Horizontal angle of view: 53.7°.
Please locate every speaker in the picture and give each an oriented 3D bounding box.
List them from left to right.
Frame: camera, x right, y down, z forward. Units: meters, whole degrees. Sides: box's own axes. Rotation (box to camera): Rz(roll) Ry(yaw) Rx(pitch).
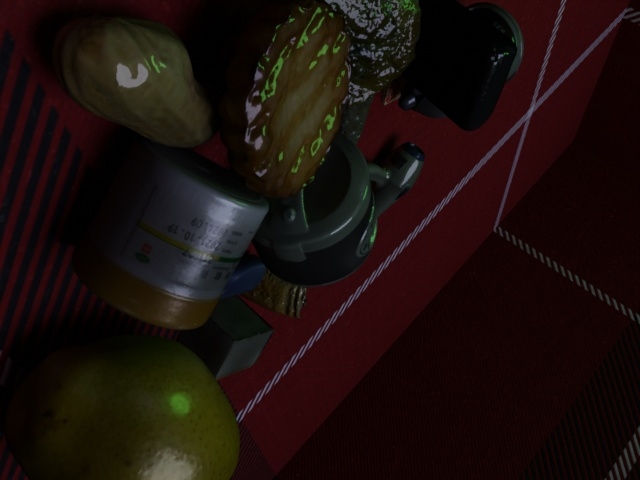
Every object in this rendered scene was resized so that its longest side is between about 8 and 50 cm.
[{"bbox_3d":[0.256,-0.411,1.267,0.184,0.388,0.180,-20,144,-25],"label":"speaker"}]

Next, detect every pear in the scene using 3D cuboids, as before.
[{"bbox_3d":[-0.346,0.345,1.150,0.418,0.362,0.362,32,94,-36],"label":"pear"}]

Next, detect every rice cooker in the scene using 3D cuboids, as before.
[{"bbox_3d":[-0.023,-0.071,1.284,0.288,0.288,0.277,-46,155,-16],"label":"rice cooker"}]

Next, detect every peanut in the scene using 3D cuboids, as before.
[{"bbox_3d":[-0.229,-0.216,0.874,0.148,0.147,0.319,-56,158,5],"label":"peanut"}]

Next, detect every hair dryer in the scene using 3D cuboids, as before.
[{"bbox_3d":[0.124,-0.128,1.729,0.298,0.119,0.296,-13,140,-34],"label":"hair dryer"}]

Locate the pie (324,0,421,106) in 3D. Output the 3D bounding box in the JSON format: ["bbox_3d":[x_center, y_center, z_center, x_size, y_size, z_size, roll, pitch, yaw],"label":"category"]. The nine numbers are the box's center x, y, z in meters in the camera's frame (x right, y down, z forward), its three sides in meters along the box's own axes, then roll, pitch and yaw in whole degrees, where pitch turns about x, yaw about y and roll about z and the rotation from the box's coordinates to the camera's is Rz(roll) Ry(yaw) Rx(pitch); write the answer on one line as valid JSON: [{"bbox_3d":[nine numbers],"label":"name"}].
[{"bbox_3d":[0.065,-0.363,1.159,0.277,0.079,0.277,-15,145,-11],"label":"pie"}]

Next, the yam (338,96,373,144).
[{"bbox_3d":[0.070,-0.291,1.399,0.078,0.078,0.179,-32,152,-40],"label":"yam"}]

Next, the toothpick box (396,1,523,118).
[{"bbox_3d":[0.312,-0.416,1.524,0.316,0.229,0.229,-36,151,-30],"label":"toothpick box"}]

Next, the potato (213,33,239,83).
[{"bbox_3d":[-0.146,-0.296,1.033,0.051,0.040,0.083,-27,146,-55],"label":"potato"}]

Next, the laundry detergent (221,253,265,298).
[{"bbox_3d":[-0.213,0.089,1.410,0.206,0.061,0.097,-15,144,-54],"label":"laundry detergent"}]

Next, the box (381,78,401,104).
[{"bbox_3d":[0.188,-0.376,1.571,0.093,0.015,0.058,-34,148,-38],"label":"box"}]

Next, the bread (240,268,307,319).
[{"bbox_3d":[-0.084,0.098,1.575,0.160,0.169,0.140,-48,159,-52],"label":"bread"}]

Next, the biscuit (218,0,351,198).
[{"bbox_3d":[-0.057,-0.230,1.013,0.326,0.107,0.326,-44,144,-44],"label":"biscuit"}]

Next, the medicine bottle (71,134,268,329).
[{"bbox_3d":[-0.234,-0.015,1.005,0.232,0.238,0.238,-58,156,11],"label":"medicine bottle"}]

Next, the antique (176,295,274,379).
[{"bbox_3d":[-0.223,0.226,1.471,0.152,0.146,0.148,-7,130,-58],"label":"antique"}]
